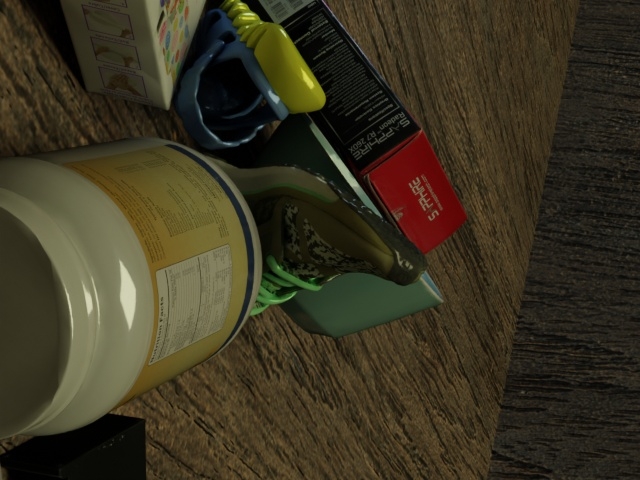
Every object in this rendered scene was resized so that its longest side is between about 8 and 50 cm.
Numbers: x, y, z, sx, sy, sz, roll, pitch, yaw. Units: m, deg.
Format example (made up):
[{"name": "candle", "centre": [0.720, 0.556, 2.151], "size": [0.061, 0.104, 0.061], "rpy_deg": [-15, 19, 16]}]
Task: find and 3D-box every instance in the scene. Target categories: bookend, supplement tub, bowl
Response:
[{"name": "bookend", "centre": [-0.241, 0.267, 1.288], "size": [0.156, 0.072, 0.157], "rpy_deg": [-26, 118, -65]}, {"name": "supplement tub", "centre": [-0.210, 0.034, 1.112], "size": [0.316, 0.228, 0.228], "rpy_deg": [-22, 114, -66]}, {"name": "bowl", "centre": [0.000, 0.000, 1.632], "size": [0.311, 0.163, 0.311], "rpy_deg": [52, 6, -7]}]

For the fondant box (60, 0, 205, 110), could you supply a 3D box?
[{"name": "fondant box", "centre": [-0.168, -0.312, 1.218], "size": [0.330, 0.096, 0.238], "rpy_deg": [88, 15, -64]}]

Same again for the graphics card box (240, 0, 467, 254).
[{"name": "graphics card box", "centre": [0.024, -0.175, 1.566], "size": [0.371, 0.094, 0.233], "rpy_deg": [55, 2, 31]}]

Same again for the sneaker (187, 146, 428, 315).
[{"name": "sneaker", "centre": [-0.065, 0.025, 1.306], "size": [0.158, 0.410, 0.182], "rpy_deg": [30, 78, -42]}]

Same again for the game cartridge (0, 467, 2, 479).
[{"name": "game cartridge", "centre": [-0.333, 0.332, 1.086], "size": [0.230, 0.068, 0.355], "rpy_deg": [-49, 138, -63]}]

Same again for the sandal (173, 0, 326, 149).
[{"name": "sandal", "centre": [-0.103, -0.176, 1.407], "size": [0.126, 0.138, 0.317], "rpy_deg": [57, -4, -17]}]
